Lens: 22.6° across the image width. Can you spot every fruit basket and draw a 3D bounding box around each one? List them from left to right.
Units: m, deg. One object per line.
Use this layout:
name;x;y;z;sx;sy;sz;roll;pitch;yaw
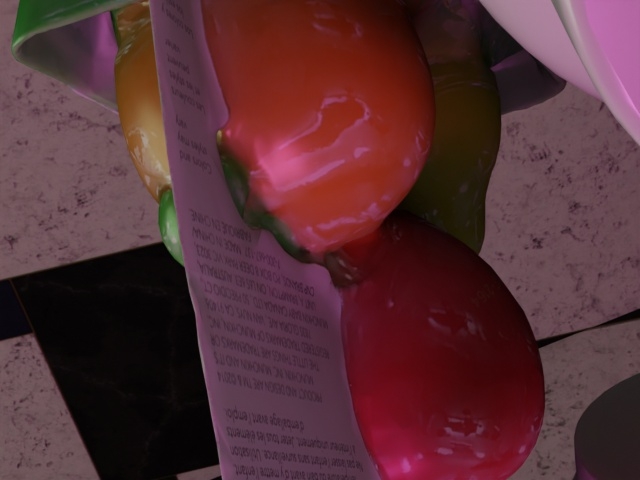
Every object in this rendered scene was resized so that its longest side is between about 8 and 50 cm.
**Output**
fruit basket;0.000;0.000;0.604;0.327;0.165;0.353;25;-122;-68

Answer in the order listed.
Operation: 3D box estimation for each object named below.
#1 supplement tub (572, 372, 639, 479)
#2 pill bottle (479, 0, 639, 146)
supplement tub;0.221;0.224;0.708;0.228;0.228;0.316;-78;-19;-73
pill bottle;0.119;-0.154;0.454;0.363;0.210;0.210;-94;-21;-61
